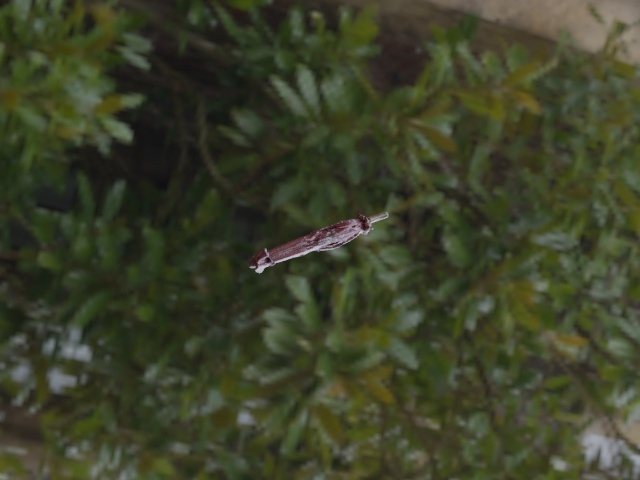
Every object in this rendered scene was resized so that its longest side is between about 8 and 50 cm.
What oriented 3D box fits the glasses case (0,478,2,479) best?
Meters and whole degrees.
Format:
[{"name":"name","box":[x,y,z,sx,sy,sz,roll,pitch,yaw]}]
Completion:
[{"name":"glasses case","box":[-0.213,0.196,0.964,0.064,0.234,0.079,-26,-154,16]}]

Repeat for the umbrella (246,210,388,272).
[{"name":"umbrella","box":[0.000,0.000,1.508,0.027,0.165,0.025,-15,-86,62]}]
